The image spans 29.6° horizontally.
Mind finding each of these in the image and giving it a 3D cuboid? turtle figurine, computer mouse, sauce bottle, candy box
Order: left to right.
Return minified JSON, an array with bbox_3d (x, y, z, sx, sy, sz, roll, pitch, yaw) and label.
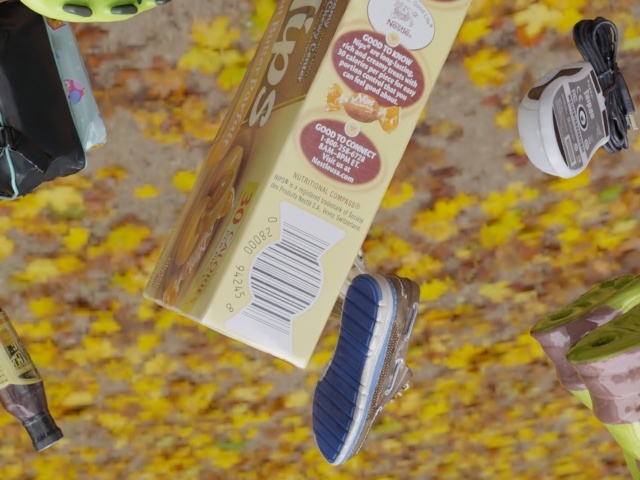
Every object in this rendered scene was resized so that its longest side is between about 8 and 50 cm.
[{"bbox_3d":[-0.254,0.113,1.006,0.042,0.128,0.042,-29,-177,2],"label":"sauce bottle"},{"bbox_3d":[-0.010,-0.077,0.879,0.087,0.316,0.183,27,174,-20],"label":"candy box"},{"bbox_3d":[0.181,-0.096,0.884,0.042,0.106,0.193,-8,-166,33],"label":"computer mouse"},{"bbox_3d":[0.167,0.125,0.538,0.087,0.217,0.269,-26,-175,15],"label":"turtle figurine"}]

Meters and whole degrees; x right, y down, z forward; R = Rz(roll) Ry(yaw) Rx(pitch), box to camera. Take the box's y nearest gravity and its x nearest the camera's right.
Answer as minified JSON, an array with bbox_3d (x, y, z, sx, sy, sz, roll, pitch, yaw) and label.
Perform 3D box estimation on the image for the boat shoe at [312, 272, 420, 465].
[{"bbox_3d":[0.046,0.115,1.051,0.066,0.066,0.183,0,118,-34],"label":"boat shoe"}]

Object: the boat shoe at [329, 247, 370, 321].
[{"bbox_3d":[0.000,0.000,1.358,0.122,0.110,0.341,14,159,37],"label":"boat shoe"}]

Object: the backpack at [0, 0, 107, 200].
[{"bbox_3d":[-0.290,-0.120,1.065,0.188,0.165,0.144,-7,-163,42],"label":"backpack"}]

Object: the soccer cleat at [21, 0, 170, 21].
[{"bbox_3d":[-0.140,-0.252,0.959,0.121,0.289,0.093,16,134,37],"label":"soccer cleat"}]
